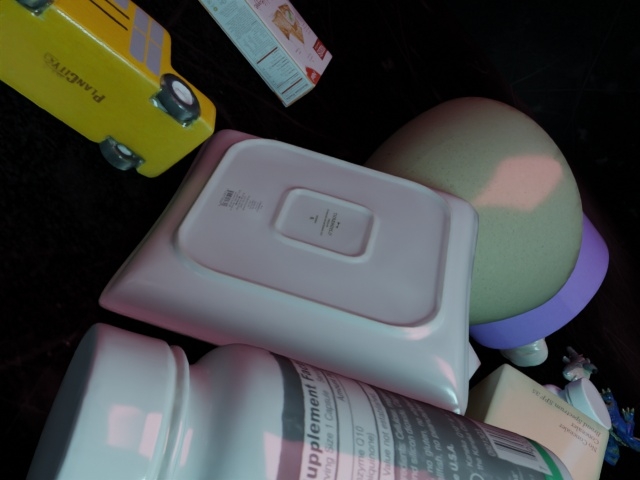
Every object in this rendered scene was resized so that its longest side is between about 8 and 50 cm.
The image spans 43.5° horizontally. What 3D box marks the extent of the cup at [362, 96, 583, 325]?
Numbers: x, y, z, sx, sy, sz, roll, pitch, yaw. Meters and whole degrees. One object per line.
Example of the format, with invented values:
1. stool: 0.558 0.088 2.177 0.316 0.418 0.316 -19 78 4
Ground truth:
1. cup: 0.154 -0.014 1.108 0.237 0.331 0.331 -22 80 -40

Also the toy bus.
1. toy bus: -0.254 -0.203 0.783 0.332 0.108 0.130 36 32 -37

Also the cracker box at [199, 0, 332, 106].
1. cracker box: -0.087 -0.343 1.279 0.232 0.067 0.156 50 27 -17

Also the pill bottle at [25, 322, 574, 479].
1. pill bottle: -0.013 0.193 0.560 0.361 0.204 0.204 21 39 -19

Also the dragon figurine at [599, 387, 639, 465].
1. dragon figurine: 0.615 0.406 1.657 0.289 0.085 0.144 44 29 -24

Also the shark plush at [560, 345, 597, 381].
1. shark plush: 0.559 0.264 1.758 0.067 0.073 0.161 25 33 3

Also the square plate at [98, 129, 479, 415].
1. square plate: 0.000 0.000 0.833 0.344 0.049 0.347 17 36 1

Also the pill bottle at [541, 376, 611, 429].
1. pill bottle: 0.329 0.276 1.188 0.108 0.180 0.108 41 31 -31

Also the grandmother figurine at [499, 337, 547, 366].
1. grandmother figurine: 0.383 0.115 1.563 0.208 0.104 0.342 39 28 -17

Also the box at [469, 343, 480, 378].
1. box: 0.070 0.151 0.883 0.091 0.170 0.130 60 27 3

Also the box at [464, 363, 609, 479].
1. box: 0.172 0.297 0.809 0.148 0.121 0.311 32 49 -1

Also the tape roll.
1. tape roll: 0.336 0.048 1.347 0.090 0.274 0.275 46 28 -20
